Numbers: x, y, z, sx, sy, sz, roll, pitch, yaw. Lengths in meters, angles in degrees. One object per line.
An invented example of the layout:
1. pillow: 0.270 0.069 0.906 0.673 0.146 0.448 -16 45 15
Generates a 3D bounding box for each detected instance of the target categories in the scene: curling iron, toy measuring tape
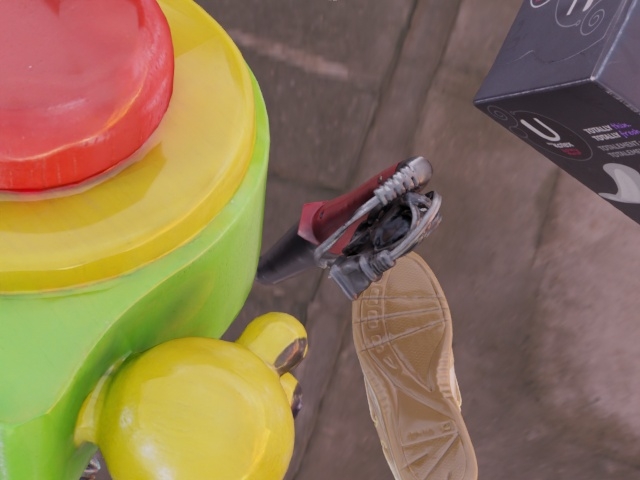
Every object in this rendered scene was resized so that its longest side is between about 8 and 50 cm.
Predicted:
1. curling iron: 0.000 0.000 0.840 0.068 0.274 0.035 -45 97 -13
2. toy measuring tape: -0.109 -0.053 0.432 0.121 0.121 0.330 -42 62 -9

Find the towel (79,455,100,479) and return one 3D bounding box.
1. towel: -0.342 0.049 1.137 0.040 0.370 0.271 -50 49 29

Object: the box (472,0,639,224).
1. box: 0.276 -0.091 1.189 0.270 0.165 0.143 33 75 -21

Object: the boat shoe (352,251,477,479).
1. boat shoe: 0.053 0.088 1.000 0.063 0.059 0.170 -6 62 -6
